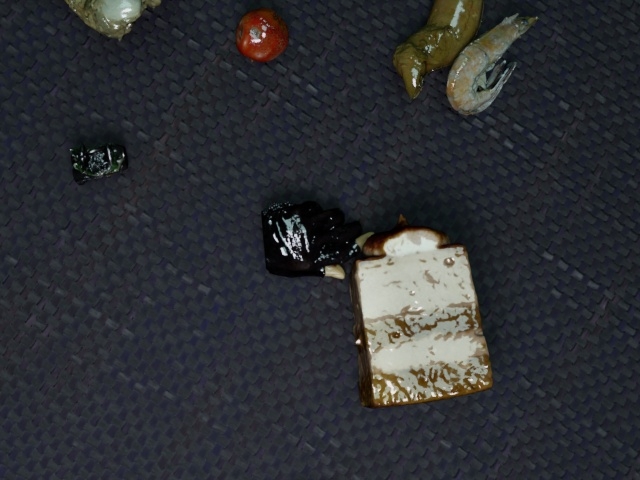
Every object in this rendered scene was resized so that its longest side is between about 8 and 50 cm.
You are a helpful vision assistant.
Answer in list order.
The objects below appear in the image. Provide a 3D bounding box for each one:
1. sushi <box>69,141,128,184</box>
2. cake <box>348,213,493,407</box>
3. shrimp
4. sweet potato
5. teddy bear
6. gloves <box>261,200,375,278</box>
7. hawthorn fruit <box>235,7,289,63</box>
[{"bbox_3d":[-0.346,-0.123,1.417,0.083,0.084,0.056,-6,87,-8],"label":"sushi"},{"bbox_3d":[0.138,0.109,1.405,0.196,0.199,0.293,-9,83,-2],"label":"cake"},{"bbox_3d":[0.288,-0.294,1.503,0.223,0.047,0.126,-42,133,-18],"label":"shrimp"},{"bbox_3d":[0.203,-0.363,1.485,0.124,0.098,0.310,26,80,-33],"label":"sweet potato"},{"bbox_3d":[-0.295,-0.438,1.411,0.267,0.156,0.256,39,87,27],"label":"teddy bear"},{"bbox_3d":[0.000,-0.002,1.436,0.180,0.106,0.129,-6,85,-3],"label":"gloves"},{"bbox_3d":[-0.097,-0.329,1.466,0.093,0.093,0.093,0,86,-6],"label":"hawthorn fruit"}]
